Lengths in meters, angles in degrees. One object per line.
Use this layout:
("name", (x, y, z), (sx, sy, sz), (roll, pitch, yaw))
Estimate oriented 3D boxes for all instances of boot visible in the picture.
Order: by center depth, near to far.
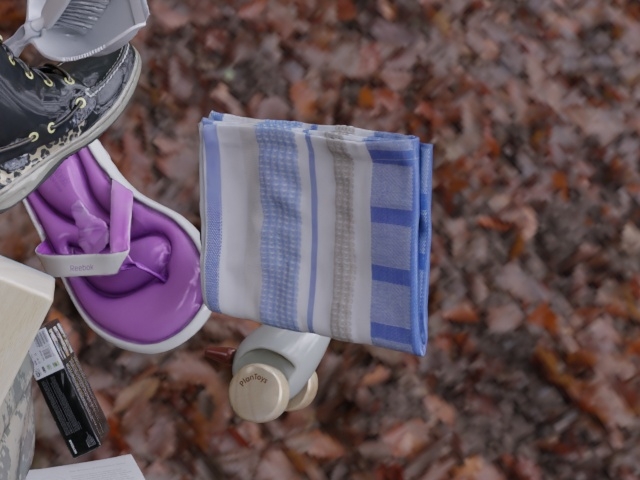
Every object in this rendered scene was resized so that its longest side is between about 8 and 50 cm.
("boot", (-0.273, -0.157, 1.248), (0.236, 0.085, 0.179), (-49, 139, -26))

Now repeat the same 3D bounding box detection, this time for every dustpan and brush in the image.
("dustpan and brush", (-0.246, -0.207, 1.265), (0.060, 0.211, 0.147), (0, 64, -38))

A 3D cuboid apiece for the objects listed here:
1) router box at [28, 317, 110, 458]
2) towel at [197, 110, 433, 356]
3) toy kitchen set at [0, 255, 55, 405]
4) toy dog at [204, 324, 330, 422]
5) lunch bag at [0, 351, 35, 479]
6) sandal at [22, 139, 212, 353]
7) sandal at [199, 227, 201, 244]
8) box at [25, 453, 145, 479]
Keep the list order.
("router box", (-0.348, 0.199, 1.867), (0.046, 0.133, 0.179), (-25, 93, -2))
("towel", (-0.014, -0.010, 1.306), (0.034, 0.285, 0.209), (-11, 106, -47))
("toy kitchen set", (-0.319, 0.018, 1.047), (0.207, 0.122, 0.166), (24, 19, -18))
("toy dog", (-0.050, 0.099, 1.945), (0.161, 0.220, 0.334), (28, 75, 17))
("lunch bag", (-0.387, 0.220, 1.322), (0.305, 0.212, 0.256), (-93, 169, -70))
("sandal", (-0.272, -0.010, 1.606), (0.416, 0.169, 0.102), (41, 6, 41))
("sandal", (0.000, 0.001, 1.536), (0.302, 0.086, 0.120), (-1, 52, -48))
("box", (-0.247, 0.319, 1.496), (0.130, 0.091, 0.170), (-6, 20, -20))
